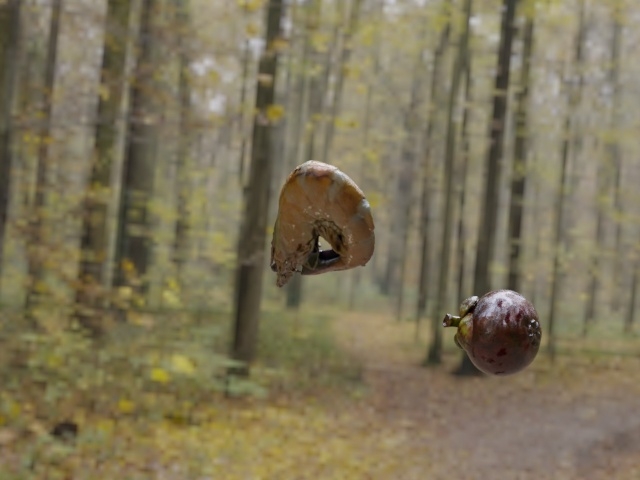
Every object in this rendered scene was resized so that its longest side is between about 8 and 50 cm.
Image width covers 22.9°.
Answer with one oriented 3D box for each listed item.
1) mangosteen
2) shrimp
[{"bbox_3d":[0.163,0.085,1.445,0.081,0.081,0.081,5,-1,0],"label":"mangosteen"},{"bbox_3d":[0.000,0.000,2.137,0.152,0.063,0.287,35,-35,10],"label":"shrimp"}]
